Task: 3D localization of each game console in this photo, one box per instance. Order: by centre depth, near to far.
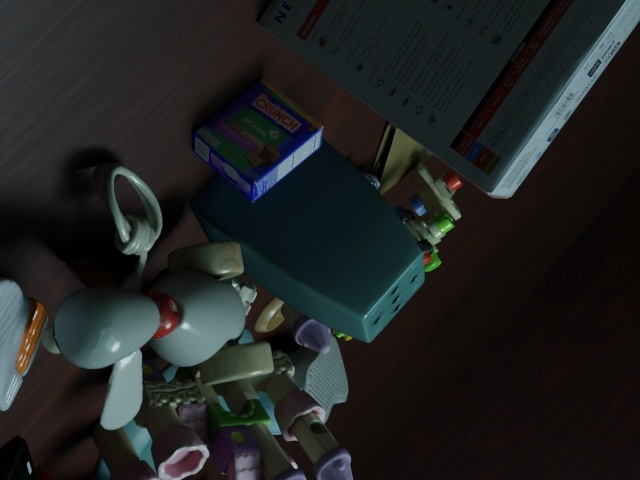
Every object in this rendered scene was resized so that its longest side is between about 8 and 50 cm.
[{"bbox_3d":[-0.390,0.295,1.270,0.122,0.071,0.107,101,3,-56],"label":"game console"}]

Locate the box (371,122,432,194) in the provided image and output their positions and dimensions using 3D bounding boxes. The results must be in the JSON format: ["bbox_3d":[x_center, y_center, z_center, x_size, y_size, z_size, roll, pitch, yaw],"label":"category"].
[{"bbox_3d":[0.153,-0.166,1.653,0.201,0.021,0.164,-38,158,-33],"label":"box"}]

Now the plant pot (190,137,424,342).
[{"bbox_3d":[0.000,0.000,1.272,0.166,0.234,0.165,-46,161,-11],"label":"plant pot"}]

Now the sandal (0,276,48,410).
[{"bbox_3d":[-0.303,0.077,0.959,0.265,0.076,0.102,111,0,-69],"label":"sandal"}]

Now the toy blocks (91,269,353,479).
[{"bbox_3d":[-0.089,0.237,1.351,0.288,0.260,0.309,2,127,-39],"label":"toy blocks"}]

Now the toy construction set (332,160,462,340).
[{"bbox_3d":[0.103,0.026,1.653,0.327,0.151,0.215,-48,161,10],"label":"toy construction set"}]

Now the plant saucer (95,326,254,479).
[{"bbox_3d":[-0.200,0.262,1.605,0.317,0.044,0.317,-43,159,-21],"label":"plant saucer"}]

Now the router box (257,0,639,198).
[{"bbox_3d":[0.150,-0.261,1.025,0.335,0.301,0.082,-55,161,15],"label":"router box"}]

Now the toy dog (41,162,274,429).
[{"bbox_3d":[-0.185,0.082,1.103,0.161,0.220,0.334,-18,152,21],"label":"toy dog"}]

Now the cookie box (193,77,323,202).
[{"bbox_3d":[-0.066,-0.108,1.142,0.107,0.092,0.040,-42,163,-27],"label":"cookie box"}]

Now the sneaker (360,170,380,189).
[{"bbox_3d":[0.058,-0.079,1.561,0.058,0.052,0.135,-51,172,-14],"label":"sneaker"}]

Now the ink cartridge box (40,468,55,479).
[{"bbox_3d":[-0.355,0.414,1.384,0.078,0.134,0.231,-32,153,-43],"label":"ink cartridge box"}]

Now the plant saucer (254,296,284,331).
[{"bbox_3d":[-0.068,0.113,1.672,0.083,0.015,0.083,-44,160,-20],"label":"plant saucer"}]

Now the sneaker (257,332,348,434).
[{"bbox_3d":[-0.050,0.240,1.847,0.150,0.135,0.366,-12,180,12],"label":"sneaker"}]
